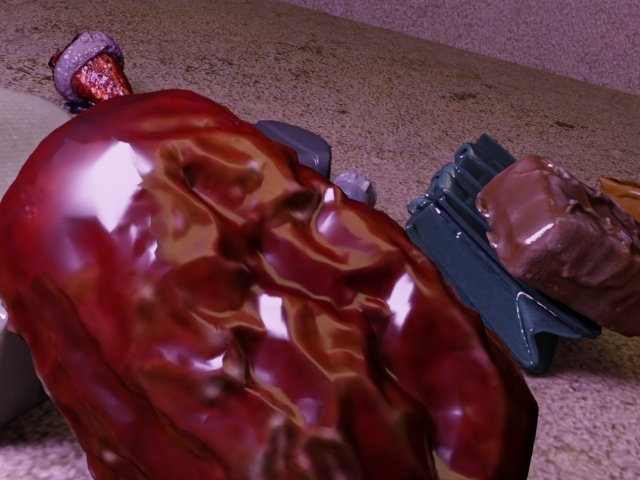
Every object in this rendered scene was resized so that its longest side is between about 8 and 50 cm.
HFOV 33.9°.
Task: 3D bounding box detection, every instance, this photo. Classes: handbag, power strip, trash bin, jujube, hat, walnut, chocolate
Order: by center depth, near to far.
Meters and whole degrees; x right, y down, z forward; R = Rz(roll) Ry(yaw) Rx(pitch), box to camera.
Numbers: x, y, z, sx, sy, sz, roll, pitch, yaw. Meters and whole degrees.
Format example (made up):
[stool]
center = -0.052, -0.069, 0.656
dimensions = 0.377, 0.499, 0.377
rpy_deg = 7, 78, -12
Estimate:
[jujube]
center = -0.045, 0.076, 0.695
dimensions = 0.377, 0.276, 0.276
rpy_deg = 48, 31, 13
[power strip]
center = -0.216, 0.067, 0.872
dimensions = 0.046, 0.118, 0.270
rpy_deg = 29, 23, 12
[chocolate]
center = 0.271, 0.000, 1.095
dimensions = 0.214, 0.093, 0.148
rpy_deg = 29, 28, -27
[handbag]
center = 0.220, 0.004, 1.218
dimensions = 0.238, 0.089, 0.326
rpy_deg = 45, 26, 0
[trash bin]
center = -0.100, -0.095, 1.421
dimensions = 0.236, 0.101, 0.176
rpy_deg = -5, 28, -33
[walnut]
center = 0.535, -0.041, 1.656
dimensions = 0.211, 0.087, 0.167
rpy_deg = 13, 13, 18
[hat]
center = -0.331, -0.240, 1.707
dimensions = 0.227, 0.129, 0.140
rpy_deg = 41, 8, 22

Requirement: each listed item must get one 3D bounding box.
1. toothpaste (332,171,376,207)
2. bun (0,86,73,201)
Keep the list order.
[toothpaste]
center = 0.000, 0.000, 1.275
dimensions = 0.114, 0.073, 0.299
rpy_deg = 20, 30, 9
[bun]
center = -0.331, -0.022, 0.995
dimensions = 0.283, 0.179, 0.283
rpy_deg = 22, 32, -15
